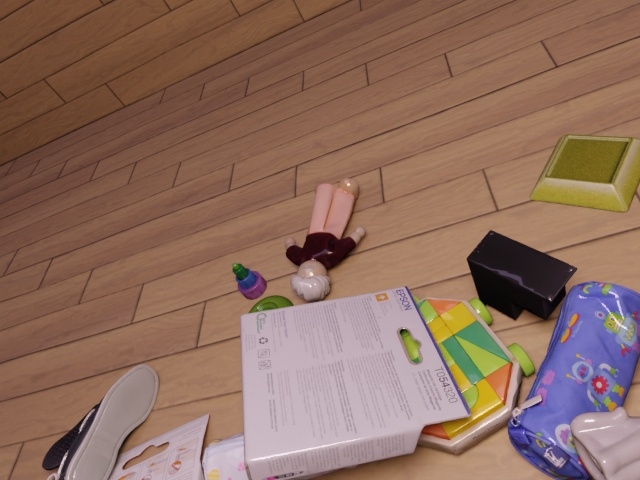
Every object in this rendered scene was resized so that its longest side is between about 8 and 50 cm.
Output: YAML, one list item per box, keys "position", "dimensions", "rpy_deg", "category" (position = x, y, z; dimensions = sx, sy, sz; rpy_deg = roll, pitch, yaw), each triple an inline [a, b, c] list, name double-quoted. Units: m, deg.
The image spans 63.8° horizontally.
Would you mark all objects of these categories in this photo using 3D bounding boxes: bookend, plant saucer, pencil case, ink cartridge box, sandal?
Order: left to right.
- position: [-0.560, 0.462, 1.196]
  dimensions: [0.067, 0.040, 0.179]
  rpy_deg: [12, 44, 33]
  category: "sandal"
- position: [-0.337, 0.546, 0.959]
  dimensions: [0.308, 0.091, 0.385]
  rpy_deg: [-27, 25, 9]
  category: "ink cartridge box"
- position: [-0.067, 0.368, 0.894]
  dimensions: [0.273, 0.124, 0.114]
  rpy_deg: [-24, 43, 13]
  category: "pencil case"
- position: [0.034, 0.220, 0.861]
  dimensions: [0.329, 0.072, 0.324]
  rpy_deg: [-8, 31, -4]
  category: "ink cartridge box"
- position: [0.347, 0.081, 0.880]
  dimensions: [0.072, 0.156, 0.157]
  rpy_deg: [-46, 46, -13]
  category: "bookend"
- position: [0.382, 0.198, 0.762]
  dimensions: [0.306, 0.133, 0.119]
  rpy_deg: [-54, 5, -22]
  category: "pencil case"
- position: [0.549, -0.154, 1.050]
  dimensions: [0.188, 0.045, 0.188]
  rpy_deg: [14, 60, 41]
  category: "plant saucer"

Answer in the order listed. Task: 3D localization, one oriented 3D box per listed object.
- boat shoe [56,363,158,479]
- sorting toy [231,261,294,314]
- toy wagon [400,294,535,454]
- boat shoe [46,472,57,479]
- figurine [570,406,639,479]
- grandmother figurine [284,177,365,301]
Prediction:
- position: [-0.466, 0.407, 1.124]
  dimensions: [0.091, 0.114, 0.303]
  rpy_deg: [-26, 23, 37]
  category: "boat shoe"
- position: [-0.129, 0.163, 1.129]
  dimensions: [0.127, 0.126, 0.365]
  rpy_deg: [-35, 42, -1]
  category: "sorting toy"
- position: [0.192, 0.204, 0.924]
  dimensions: [0.267, 0.068, 0.344]
  rpy_deg: [-32, 41, 2]
  category: "toy wagon"
- position: [-0.594, 0.606, 1.029]
  dimensions: [0.098, 0.096, 0.277]
  rpy_deg: [0, 52, 32]
  category: "boat shoe"
- position: [0.442, 0.279, 0.610]
  dimensions: [0.209, 0.215, 0.092]
  rpy_deg: [-24, -1, 3]
  category: "figurine"
- position: [0.000, 0.000, 1.223]
  dimensions: [0.207, 0.104, 0.343]
  rpy_deg: [-17, 41, 31]
  category: "grandmother figurine"
